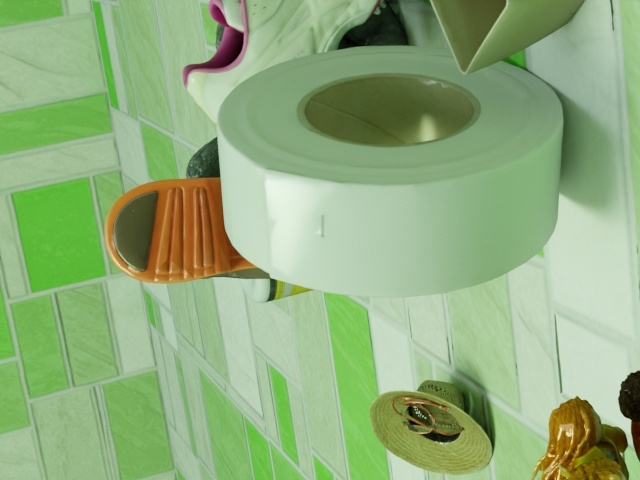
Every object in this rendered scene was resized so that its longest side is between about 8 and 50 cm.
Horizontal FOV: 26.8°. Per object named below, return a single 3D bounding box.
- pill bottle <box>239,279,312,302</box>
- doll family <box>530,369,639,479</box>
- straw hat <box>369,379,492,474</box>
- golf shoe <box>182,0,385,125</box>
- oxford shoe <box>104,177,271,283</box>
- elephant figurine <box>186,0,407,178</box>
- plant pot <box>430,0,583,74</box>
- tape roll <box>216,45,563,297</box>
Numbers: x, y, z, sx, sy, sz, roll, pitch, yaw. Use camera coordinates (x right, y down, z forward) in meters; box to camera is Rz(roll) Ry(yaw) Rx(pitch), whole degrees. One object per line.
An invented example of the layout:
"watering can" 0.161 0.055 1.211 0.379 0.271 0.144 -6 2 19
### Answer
"pill bottle" 0.000 0.000 1.475 0.103 0.184 0.103 167 90 -72
"doll family" 0.215 0.197 0.921 0.263 0.118 0.163 -94 -21 -64
"straw hat" 0.124 0.183 1.430 0.144 0.144 0.061 101 -169 -51
"golf shoe" -0.017 -0.232 1.256 0.306 0.140 0.115 -63 18 -4
"oxford shoe" -0.022 -0.020 1.332 0.133 0.363 0.130 7 -96 -86
"elephant figurine" -0.043 -0.190 1.381 0.169 0.239 0.186 102 149 -53
"plant pot" 0.149 -0.208 1.035 0.109 0.096 0.109 119 134 -63
"tape roll" 0.056 -0.066 1.110 0.286 0.286 0.100 -131 33 -54
